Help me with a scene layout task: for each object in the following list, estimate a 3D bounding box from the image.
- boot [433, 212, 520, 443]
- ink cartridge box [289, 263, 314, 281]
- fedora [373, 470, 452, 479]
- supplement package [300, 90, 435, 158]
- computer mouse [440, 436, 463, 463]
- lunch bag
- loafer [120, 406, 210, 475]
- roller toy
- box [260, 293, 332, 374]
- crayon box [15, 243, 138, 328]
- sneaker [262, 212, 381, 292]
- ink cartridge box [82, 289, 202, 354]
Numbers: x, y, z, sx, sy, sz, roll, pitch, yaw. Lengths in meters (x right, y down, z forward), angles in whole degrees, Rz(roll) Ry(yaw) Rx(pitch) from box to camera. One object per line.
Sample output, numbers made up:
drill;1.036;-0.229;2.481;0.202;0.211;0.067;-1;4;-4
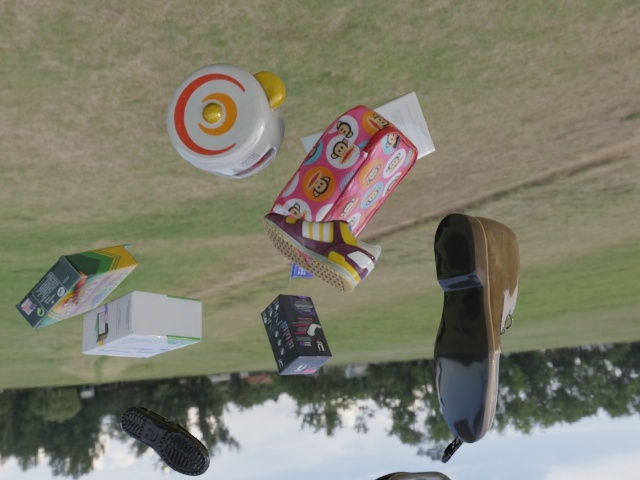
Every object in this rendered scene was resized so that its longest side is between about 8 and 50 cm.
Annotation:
boot;0.227;0.119;0.820;0.115;0.306;0.112;5;175;-31
ink cartridge box;-0.020;-0.009;1.680;0.065;0.166;0.333;12;-160;5
fedora;0.170;0.508;1.090;0.275;0.244;0.124;-18;132;-26
supplement package;0.128;-0.264;1.640;0.292;0.178;0.175;-27;-166;-22
computer mouse;0.366;0.455;1.516;0.242;0.041;0.071;-48;168;-25
lunch bag;0.053;-0.100;1.156;0.293;0.120;0.258;-52;159;11
loafer;-0.328;0.427;1.311;0.220;0.080;0.078;33;-177;8
roller toy;-0.169;-0.213;1.084;0.209;0.191;0.146;10;179;13
box;-0.094;0.357;2.278;0.165;0.271;0.143;9;137;-40
crayon box;-0.628;0.112;1.611;0.202;0.081;0.318;-44;176;14
sneaker;0.000;0.000;0.856;0.084;0.185;0.070;-44;149;-21
ink cartridge box;-0.474;0.228;1.583;0.201;0.117;0.278;15;153;-42
